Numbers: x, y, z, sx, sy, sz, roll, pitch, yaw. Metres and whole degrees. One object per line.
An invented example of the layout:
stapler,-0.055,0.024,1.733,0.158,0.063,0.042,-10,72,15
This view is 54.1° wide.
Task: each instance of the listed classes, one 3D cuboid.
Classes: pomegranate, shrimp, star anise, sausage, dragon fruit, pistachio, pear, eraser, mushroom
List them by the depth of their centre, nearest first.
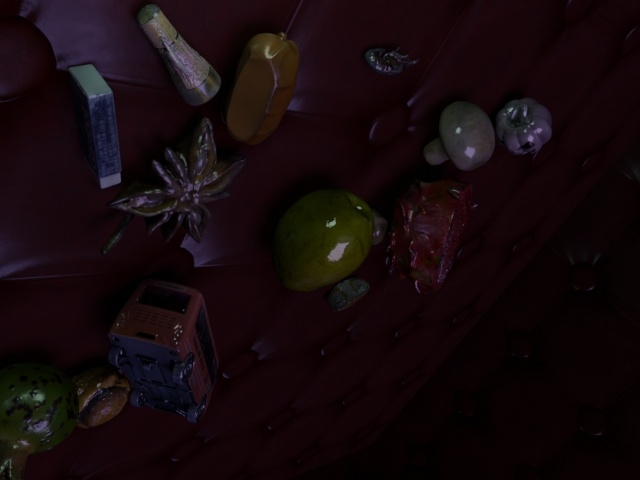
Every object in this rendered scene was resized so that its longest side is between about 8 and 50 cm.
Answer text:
eraser,-0.400,-0.201,1.122,0.046,0.092,0.213,-23,148,-28
sausage,-0.117,-0.305,1.266,0.136,0.120,0.241,-57,174,-51
star anise,-0.310,-0.106,1.336,0.292,0.109,0.350,15,110,-47
pomegranate,-0.679,0.431,1.466,0.230,0.286,0.231,-15,159,-6
shrimp,0.172,-0.426,1.491,0.165,0.065,0.056,-18,176,-41
pear,0.000,0.000,1.686,0.307,0.253,0.252,-38,154,30
mushroom,0.408,-0.302,1.825,0.206,0.209,0.207,-3,98,-25
pistachio,0.150,-0.036,1.943,0.126,0.108,0.185,-18,161,13
dragon fruit,0.329,-0.037,1.973,0.371,0.248,0.387,-56,155,-42

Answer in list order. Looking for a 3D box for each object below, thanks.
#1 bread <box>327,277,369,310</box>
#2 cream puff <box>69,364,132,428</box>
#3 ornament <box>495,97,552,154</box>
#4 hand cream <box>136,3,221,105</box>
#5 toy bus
bread,0.100,0.192,2.209,0.157,0.083,0.094,-37,153,0
cream puff,-0.605,0.410,1.670,0.189,0.129,0.189,-41,154,-24
ornament,0.637,-0.363,1.979,0.177,0.177,0.178,-28,148,-19
hand cream,-0.256,-0.336,1.123,0.084,0.084,0.203,-38,144,-3
toy bus,-0.393,0.298,1.649,0.427,0.202,0.233,92,14,-53
